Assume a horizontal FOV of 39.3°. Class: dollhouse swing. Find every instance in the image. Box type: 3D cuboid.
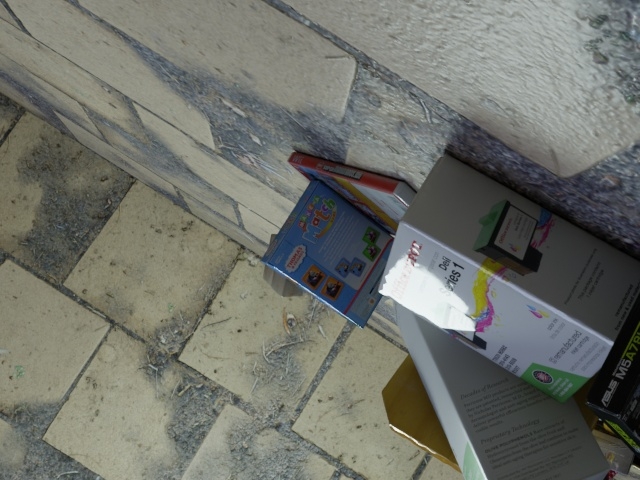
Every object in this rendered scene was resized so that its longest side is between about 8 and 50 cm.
[{"bbox_3d":[0.310,0.251,1.459,0.347,0.305,0.315,27,170,24],"label":"dollhouse swing"}]

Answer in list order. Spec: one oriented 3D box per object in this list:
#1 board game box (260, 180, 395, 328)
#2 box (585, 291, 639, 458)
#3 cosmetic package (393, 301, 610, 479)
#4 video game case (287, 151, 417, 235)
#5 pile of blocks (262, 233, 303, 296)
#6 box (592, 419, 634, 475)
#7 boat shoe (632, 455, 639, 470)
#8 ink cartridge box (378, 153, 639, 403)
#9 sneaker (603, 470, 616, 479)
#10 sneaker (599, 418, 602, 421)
[{"bbox_3d":[0.028,0.024,1.485,0.211,0.160,0.039,36,171,-24],"label":"board game box"},{"bbox_3d":[0.354,0.119,0.904,0.045,0.191,0.184,22,168,42],"label":"box"},{"bbox_3d":[0.234,0.197,1.235,0.197,0.155,0.365,77,171,-59],"label":"cosmetic package"},{"bbox_3d":[0.093,-0.056,1.422,0.204,0.025,0.285,38,170,-37],"label":"video game case"},{"bbox_3d":[0.000,0.000,1.637,0.149,0.113,0.362,14,-162,6],"label":"pile of blocks"},{"bbox_3d":[0.430,0.330,1.575,0.231,0.056,0.183,19,-178,15],"label":"box"},{"bbox_3d":[0.604,0.391,1.800,0.307,0.104,0.111,18,148,47],"label":"boat shoe"},{"bbox_3d":[0.222,0.050,1.075,0.278,0.117,0.201,31,154,11],"label":"ink cartridge box"},{"bbox_3d":[0.631,0.467,2.053,0.125,0.104,0.262,48,-179,39],"label":"sneaker"},{"bbox_3d":[0.453,0.243,1.659,0.297,0.111,0.129,25,159,4],"label":"sneaker"}]
